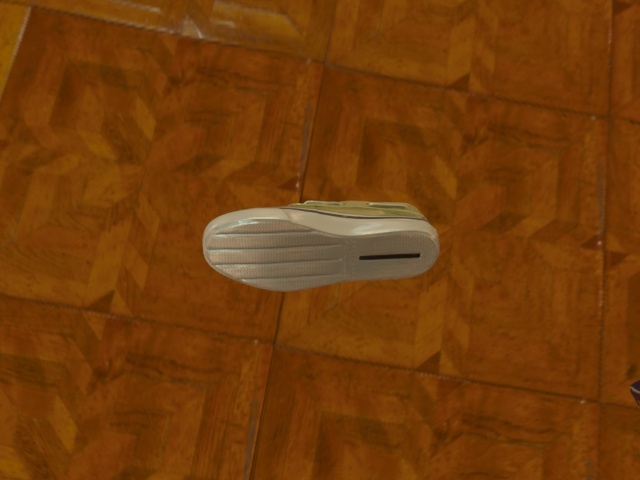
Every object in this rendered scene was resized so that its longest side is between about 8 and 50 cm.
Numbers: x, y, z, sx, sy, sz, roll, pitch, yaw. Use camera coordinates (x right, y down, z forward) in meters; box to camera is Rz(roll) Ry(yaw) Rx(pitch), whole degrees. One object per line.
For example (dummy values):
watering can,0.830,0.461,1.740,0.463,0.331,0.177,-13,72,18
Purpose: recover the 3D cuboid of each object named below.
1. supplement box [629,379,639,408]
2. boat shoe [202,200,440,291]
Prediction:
supplement box,0.568,0.294,1.035,0.195,0.194,0.356,-31,92,-1
boat shoe,0.000,0.000,1.120,0.302,0.109,0.094,2,28,-10
